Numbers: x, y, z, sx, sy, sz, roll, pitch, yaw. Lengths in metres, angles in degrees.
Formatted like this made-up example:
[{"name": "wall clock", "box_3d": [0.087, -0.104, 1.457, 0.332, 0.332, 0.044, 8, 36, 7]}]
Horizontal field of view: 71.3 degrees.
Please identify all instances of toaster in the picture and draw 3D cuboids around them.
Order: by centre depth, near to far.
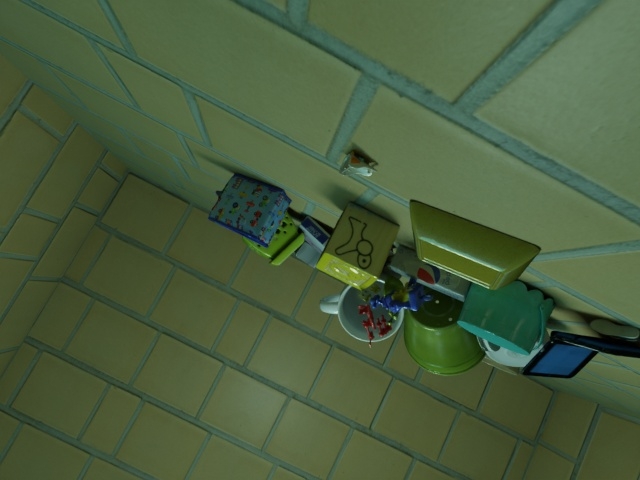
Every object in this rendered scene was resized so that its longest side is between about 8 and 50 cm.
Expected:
[{"name": "toaster", "box_3d": [-0.061, 0.042, 2.317, 0.186, 0.110, 0.168, 34, -169, -28]}]

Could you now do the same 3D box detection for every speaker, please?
[{"name": "speaker", "box_3d": [0.322, 0.138, 2.080, 0.136, 0.055, 0.055, 34, 169, -38]}]

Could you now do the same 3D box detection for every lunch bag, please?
[{"name": "lunch bag", "box_3d": [-0.303, -0.137, 1.790, 0.294, 0.220, 0.138, 24, 171, 16]}]

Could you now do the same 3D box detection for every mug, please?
[{"name": "mug", "box_3d": [0.181, 0.271, 1.996, 0.375, 0.275, 0.328, -6, -174, 9]}]

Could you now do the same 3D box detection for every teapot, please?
[{"name": "teapot", "box_3d": [0.741, 0.348, 1.705, 0.253, 0.187, 0.255, 6, 139, 12]}]

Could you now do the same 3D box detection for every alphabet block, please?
[{"name": "alphabet block", "box_3d": [0.119, 0.024, 1.470, 0.193, 0.197, 0.193, 27, 159, 1]}]

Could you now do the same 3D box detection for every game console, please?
[{"name": "game console", "box_3d": [0.846, 0.392, 1.418, 0.293, 0.173, 0.250, 12, 179, -29]}]

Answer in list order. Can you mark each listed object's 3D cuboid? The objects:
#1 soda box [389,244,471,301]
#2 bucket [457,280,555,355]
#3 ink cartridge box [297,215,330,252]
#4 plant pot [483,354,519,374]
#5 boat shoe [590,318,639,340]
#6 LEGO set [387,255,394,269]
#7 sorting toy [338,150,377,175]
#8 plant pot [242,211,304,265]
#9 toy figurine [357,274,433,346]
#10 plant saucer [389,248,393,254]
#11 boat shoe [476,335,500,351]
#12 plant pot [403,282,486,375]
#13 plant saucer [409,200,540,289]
[{"name": "soda box", "box_3d": [0.403, 0.118, 1.623, 0.287, 0.091, 0.098, 23, 170, 23]}, {"name": "bucket", "box_3d": [0.598, 0.241, 1.460, 0.281, 0.183, 0.281, 27, 173, 4]}, {"name": "ink cartridge box", "box_3d": [0.028, 0.040, 2.083, 0.324, 0.071, 0.330, 42, 170, 1]}, {"name": "plant pot", "box_3d": [0.858, 0.507, 2.190, 0.284, 0.190, 0.284, 26, 172, 4]}, {"name": "boat shoe", "box_3d": [0.854, 0.261, 1.292, 0.125, 0.046, 0.038, 3, 151, 49]}, {"name": "LEGO set", "box_3d": [0.228, 0.080, 1.898, 0.227, 0.093, 0.087, 31, 170, -23]}, {"name": "sorting toy", "box_3d": [0.093, -0.172, 1.050, 0.075, 0.044, 0.083, 21, 172, -11]}, {"name": "plant pot", "box_3d": [-0.207, -0.011, 2.035, 0.207, 0.228, 0.227, 47, 170, -4]}, {"name": "toy figurine", "box_3d": [0.304, 0.226, 1.583, 0.218, 0.191, 0.363, -13, -178, 28]}, {"name": "plant saucer", "box_3d": [0.213, 0.007, 1.743, 0.169, 0.029, 0.168, 26, 170, 5]}, {"name": "boat shoe", "box_3d": [0.581, 0.298, 1.622, 0.078, 0.219, 0.070, -11, 171, -25]}, {"name": "plant pot", "box_3d": [0.496, 0.317, 1.817, 0.367, 0.366, 0.353, 22, 157, 31]}, {"name": "plant saucer", "box_3d": [0.393, 0.036, 1.232, 0.333, 0.080, 0.333, 23, 170, 20]}]
